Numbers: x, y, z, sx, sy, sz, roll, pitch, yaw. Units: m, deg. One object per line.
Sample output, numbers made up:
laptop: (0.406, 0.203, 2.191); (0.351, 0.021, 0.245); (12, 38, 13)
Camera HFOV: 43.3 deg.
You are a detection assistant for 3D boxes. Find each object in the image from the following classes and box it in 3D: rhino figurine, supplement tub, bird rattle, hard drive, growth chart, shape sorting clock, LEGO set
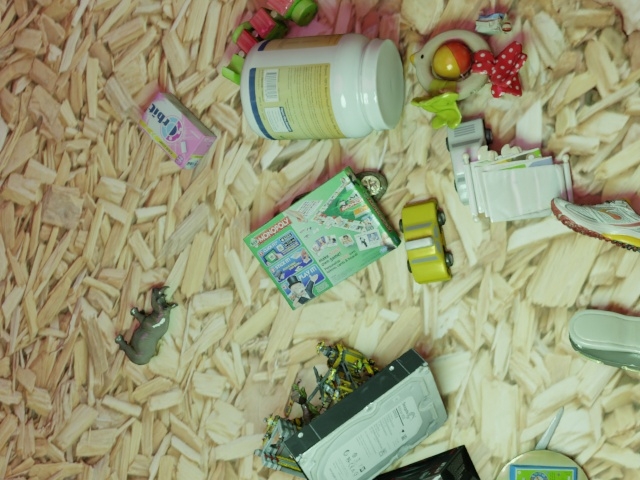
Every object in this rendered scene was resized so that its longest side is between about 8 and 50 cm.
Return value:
rhino figurine: (-0.446, 0.219, 2.109); (0.106, 0.073, 0.243); (37, 105, 21)
supplement tub: (0.007, -0.338, 1.785); (0.316, 0.228, 0.228); (2, 94, 24)
bird rattle: (0.299, -0.363, 1.706); (0.254, 0.143, 0.206); (-34, 67, 14)
hard drive: (0.108, 0.408, 1.725); (0.339, 0.236, 0.064); (-34, 43, -12)
growth chart: (0.416, -0.117, 1.689); (0.237, 0.021, 0.171); (-1, 90, 0)
shape sorting clock: (0.473, 0.546, 1.725); (0.206, 0.040, 0.206); (0, 97, 3)
LEGO set: (-0.033, 0.375, 1.824); (0.192, 0.255, 0.331); (23, 113, -19)

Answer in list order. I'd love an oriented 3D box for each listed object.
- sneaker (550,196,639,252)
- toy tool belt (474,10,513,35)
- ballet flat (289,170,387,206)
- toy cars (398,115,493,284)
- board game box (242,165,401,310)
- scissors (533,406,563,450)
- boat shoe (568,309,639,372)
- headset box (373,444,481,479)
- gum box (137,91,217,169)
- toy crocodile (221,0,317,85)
sneaker: (0.578, -0.047, 1.636); (0.225, 0.088, 0.092); (19, 88, 7)
toy tool belt: (0.369, -0.467, 1.713); (0.083, 0.052, 0.051); (5, 90, 43)
ballet flat: (0.036, -0.102, 1.881); (0.250, 0.058, 0.084); (-13, 87, 24)
toy cars: (0.275, -0.083, 1.762); (0.176, 0.087, 0.393); (33, 105, 18)
board game box: (0.000, 0.000, 1.871); (0.317, 0.046, 0.213); (-32, 94, 27)
scissors: (0.449, 0.491, 1.760); (0.109, 0.021, 0.297); (13, 99, 22)
boat shoe: (0.653, 0.214, 1.615); (0.305, 0.091, 0.109); (11, 61, 21)
headset box: (0.185, 0.572, 1.775); (0.293, 0.218, 0.110); (-27, 82, 23)
gum box: (-0.367, -0.281, 2.044); (0.188, 0.062, 0.107); (44, 109, 15)
toy crocodile: (-0.115, -0.513, 1.895); (0.115, 0.105, 0.340); (46, 109, 14)
